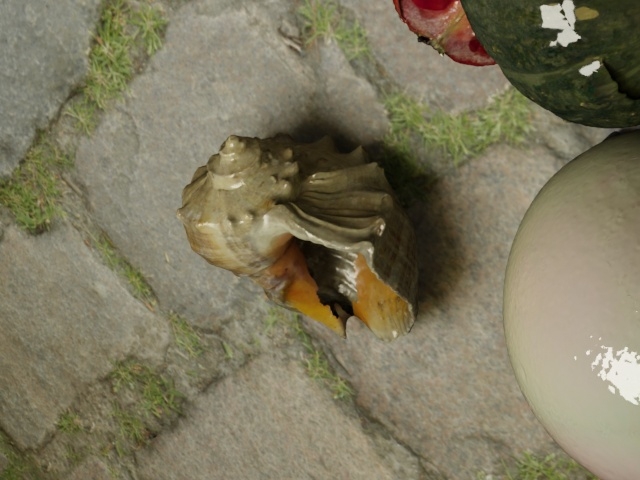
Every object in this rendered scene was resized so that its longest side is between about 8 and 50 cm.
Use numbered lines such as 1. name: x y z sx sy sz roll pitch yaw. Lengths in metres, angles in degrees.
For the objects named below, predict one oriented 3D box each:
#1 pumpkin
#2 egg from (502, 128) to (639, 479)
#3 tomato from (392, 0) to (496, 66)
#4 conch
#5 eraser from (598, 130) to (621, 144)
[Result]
1. pumpkin: 0.265 -0.261 0.948 0.257 0.292 0.327 51 165 54
2. egg: 0.341 0.091 0.986 0.355 0.340 0.354 3 112 9
3. tomato: 0.161 -0.280 1.131 0.189 0.099 0.173 28 124 -33
4. conch: 0.007 -0.016 1.334 0.297 0.210 0.352 18 168 43
5. eraser: 0.329 0.053 1.207 0.061 0.089 0.351 -1 115 39
